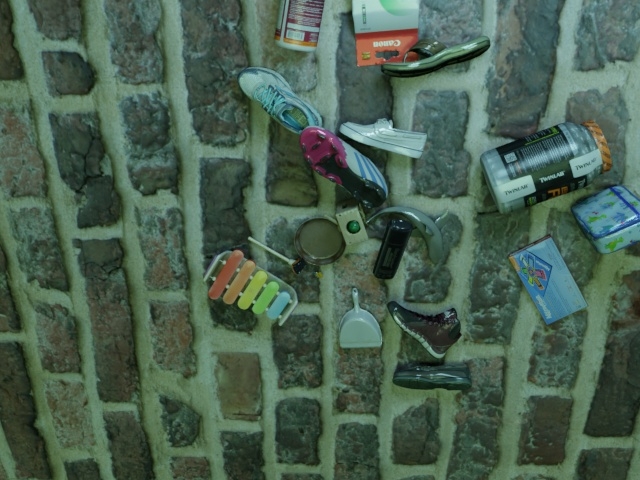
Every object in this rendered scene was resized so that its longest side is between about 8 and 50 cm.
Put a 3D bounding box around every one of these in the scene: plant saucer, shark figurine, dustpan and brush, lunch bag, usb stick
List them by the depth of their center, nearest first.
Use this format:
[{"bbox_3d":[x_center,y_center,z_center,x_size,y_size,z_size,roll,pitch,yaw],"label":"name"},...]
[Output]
[{"bbox_3d":[0.838,-0.066,1.703,0.176,0.219,0.090,-25,114,15],"label":"lunch bag"},{"bbox_3d":[0.291,-0.047,1.823,0.278,0.116,0.166,30,111,-9],"label":"shark figurine"},{"bbox_3d":[0.220,0.032,1.833,0.077,0.045,0.278,7,142,-2],"label":"usb stick"},{"bbox_3d":[0.000,0.000,1.914,0.169,0.029,0.168,2,112,4],"label":"plant saucer"},{"bbox_3d":[0.126,0.261,2.002,0.147,0.060,0.211,-4,119,12],"label":"dustpan and brush"}]

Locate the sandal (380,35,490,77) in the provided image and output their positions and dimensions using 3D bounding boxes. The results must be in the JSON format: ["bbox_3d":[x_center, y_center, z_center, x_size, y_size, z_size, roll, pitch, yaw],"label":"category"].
[{"bbox_3d":[0.311,-0.517,1.635,0.303,0.120,0.086,-16,94,4],"label":"sandal"}]

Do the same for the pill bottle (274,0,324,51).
[{"bbox_3d":[-0.052,-0.633,1.606,0.121,0.121,0.221,12,113,1],"label":"pill bottle"}]

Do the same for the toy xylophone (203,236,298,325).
[{"bbox_3d":[-0.214,0.128,1.959,0.323,0.081,0.236,24,112,-5],"label":"toy xylophone"}]

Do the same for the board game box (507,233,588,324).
[{"bbox_3d":[0.728,0.129,1.897,0.145,0.027,0.281,-29,107,14],"label":"board game box"}]

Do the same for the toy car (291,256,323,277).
[{"bbox_3d":[-0.051,0.105,1.933,0.041,0.060,0.122,-6,140,48],"label":"toy car"}]

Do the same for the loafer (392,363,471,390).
[{"bbox_3d":[0.384,0.466,2.055,0.268,0.084,0.096,1,144,9],"label":"loafer"}]

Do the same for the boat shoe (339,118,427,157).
[{"bbox_3d":[0.185,-0.316,1.740,0.258,0.095,0.084,14,109,-12],"label":"boat shoe"}]

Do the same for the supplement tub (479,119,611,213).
[{"bbox_3d":[0.631,-0.211,1.676,0.316,0.193,0.193,-20,109,14],"label":"supplement tub"}]

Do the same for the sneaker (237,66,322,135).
[{"bbox_3d":[-0.116,-0.400,1.708,0.283,0.122,0.110,33,111,-9],"label":"sneaker"}]

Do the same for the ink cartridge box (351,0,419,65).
[{"bbox_3d":[0.180,-0.600,1.636,0.181,0.056,0.224,-3,110,7],"label":"ink cartridge box"}]

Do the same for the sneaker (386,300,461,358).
[{"bbox_3d":[0.358,0.254,1.955,0.162,0.106,0.281,-43,113,14],"label":"sneaker"}]

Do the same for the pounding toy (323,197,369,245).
[{"bbox_3d":[0.082,-0.059,1.820,0.100,0.141,0.130,-17,110,12],"label":"pounding toy"}]

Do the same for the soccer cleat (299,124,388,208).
[{"bbox_3d":[0.068,-0.227,1.745,0.116,0.143,0.331,-36,115,29],"label":"soccer cleat"}]
